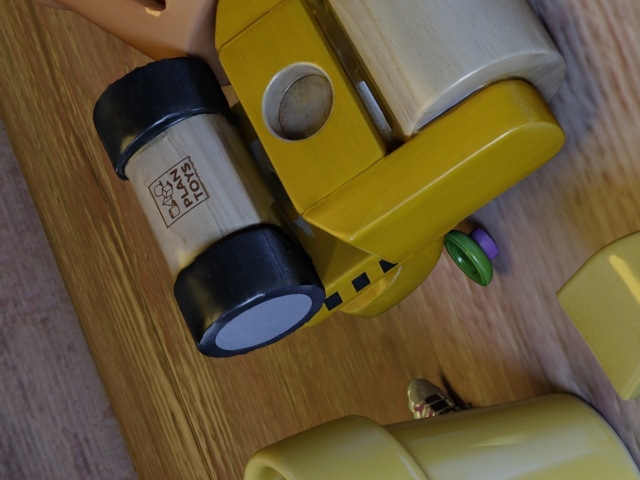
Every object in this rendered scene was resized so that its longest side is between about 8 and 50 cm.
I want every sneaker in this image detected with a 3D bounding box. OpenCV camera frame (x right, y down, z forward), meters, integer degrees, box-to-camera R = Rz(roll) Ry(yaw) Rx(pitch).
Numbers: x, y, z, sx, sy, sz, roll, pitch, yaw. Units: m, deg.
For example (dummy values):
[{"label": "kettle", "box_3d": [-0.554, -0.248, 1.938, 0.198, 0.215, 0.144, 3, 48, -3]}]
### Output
[{"label": "sneaker", "box_3d": [0.112, 0.147, 1.446, 0.098, 0.038, 0.069, 53, 156, 18]}]

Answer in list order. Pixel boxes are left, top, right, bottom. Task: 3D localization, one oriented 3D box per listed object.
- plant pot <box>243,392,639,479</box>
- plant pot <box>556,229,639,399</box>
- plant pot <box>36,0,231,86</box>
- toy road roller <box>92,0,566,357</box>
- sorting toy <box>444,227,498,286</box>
[{"label": "plant pot", "box_3d": [0.103, 0.227, 1.227, 0.254, 0.239, 0.254, 55, 157, 38]}, {"label": "plant pot", "box_3d": [0.203, 0.030, 0.998, 0.081, 0.081, 0.083, 60, 147, 28]}, {"label": "plant pot", "box_3d": [-0.088, -0.252, 1.254, 0.203, 0.291, 0.291, 45, 154, 18]}, {"label": "toy road roller", "box_3d": [0.026, -0.065, 1.199, 0.240, 0.329, 0.202, 19, -141, -60]}, {"label": "sorting toy", "box_3d": [0.106, -0.015, 1.296, 0.102, 0.042, 0.061, 45, 168, 27]}]
